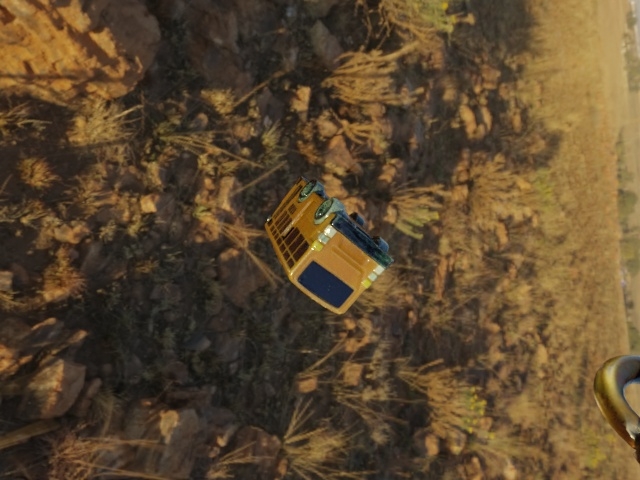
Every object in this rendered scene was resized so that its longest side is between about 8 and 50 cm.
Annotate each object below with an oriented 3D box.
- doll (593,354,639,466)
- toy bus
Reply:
[{"bbox_3d":[0.395,0.197,0.440,0.209,0.318,0.339,76,30,-42],"label":"doll"},{"bbox_3d":[0.000,0.000,0.711,0.098,0.114,0.201,38,6,-24],"label":"toy bus"}]
